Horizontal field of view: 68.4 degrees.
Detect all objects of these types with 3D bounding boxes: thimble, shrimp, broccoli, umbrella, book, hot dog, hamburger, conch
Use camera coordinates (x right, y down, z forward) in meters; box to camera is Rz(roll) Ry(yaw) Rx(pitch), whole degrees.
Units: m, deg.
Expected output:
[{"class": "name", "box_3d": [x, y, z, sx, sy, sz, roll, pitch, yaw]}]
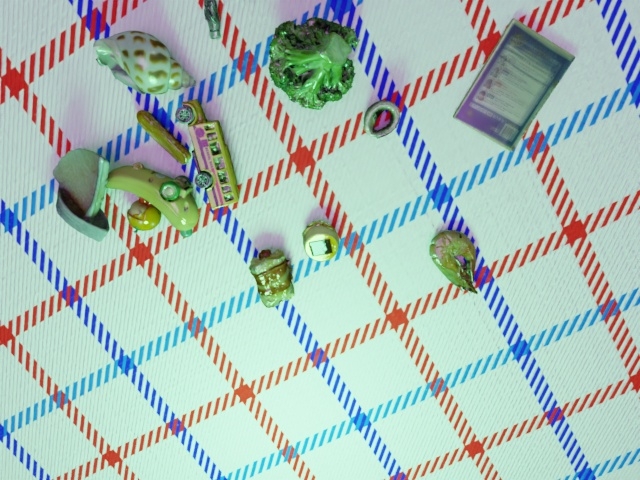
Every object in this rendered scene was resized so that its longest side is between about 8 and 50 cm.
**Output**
[{"class": "thimble", "box_3d": [0.186, -0.372, 1.443, 0.102, 0.090, 0.115, 24, 107, -6]}, {"class": "shrimp", "box_3d": [0.473, 0.079, 1.604, 0.145, 0.061, 0.267, -33, 102, 3]}, {"class": "broccoli", "box_3d": [-0.016, -0.514, 1.342, 0.269, 0.241, 0.261, 21, 89, -35]}, {"class": "umbrella", "box_3d": [-0.325, -0.691, 1.378, 0.046, 0.050, 0.188, 5, 111, 24]}, {"class": "book", "box_3d": [0.584, -0.464, 1.434, 0.228, 0.018, 0.322, 28, 107, -8]}, {"class": "hot dog", "box_3d": [-0.499, -0.330, 1.508, 0.215, 0.047, 0.066, 44, 134, -6]}, {"class": "hamburger", "box_3d": [0.000, 0.000, 1.584, 0.126, 0.081, 0.141, -24, 118, 12]}, {"class": "hot dog", "box_3d": [-0.166, 0.126, 1.627, 0.146, 0.103, 0.213, -16, 118, -14]}, {"class": "conch", "box_3d": [-0.512, -0.519, 1.392, 0.275, 0.183, 0.149, 39, 75, -16]}]

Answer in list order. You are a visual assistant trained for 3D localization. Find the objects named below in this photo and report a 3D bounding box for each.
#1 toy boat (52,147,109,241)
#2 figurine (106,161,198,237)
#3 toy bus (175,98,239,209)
[{"class": "toy boat", "box_3d": [-0.765, -0.168, 1.519, 0.276, 0.111, 0.293, 25, 113, 26]}, {"class": "figurine", "box_3d": [-0.554, -0.127, 1.546, 0.324, 0.124, 0.222, 22, 111, -2]}, {"class": "toy bus", "box_3d": [-0.349, -0.273, 1.485, 0.123, 0.121, 0.335, -13, 108, -3]}]
